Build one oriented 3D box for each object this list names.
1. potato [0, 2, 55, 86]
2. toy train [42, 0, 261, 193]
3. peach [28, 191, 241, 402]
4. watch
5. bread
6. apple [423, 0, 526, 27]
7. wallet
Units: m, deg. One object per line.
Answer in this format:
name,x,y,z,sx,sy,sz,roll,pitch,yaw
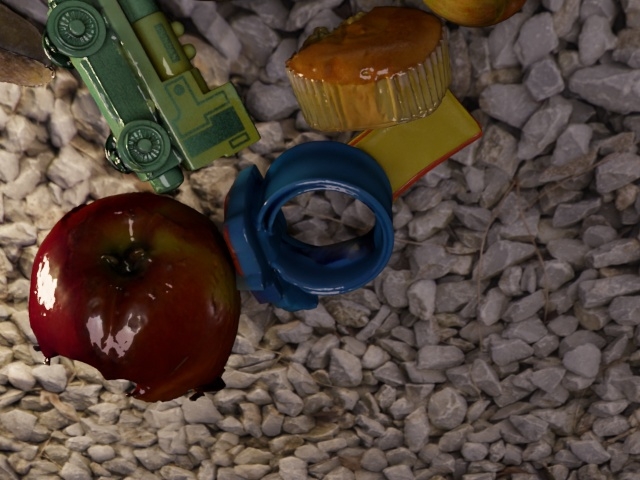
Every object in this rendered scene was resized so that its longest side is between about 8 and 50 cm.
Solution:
potato,-0.562,-0.339,1.149,0.261,0.100,0.120,17,159,-22
toy train,-0.280,-0.267,1.116,0.237,0.150,0.368,-31,104,-12
peach,-0.292,0.108,1.202,0.339,0.353,0.416,25,149,12
watch,0.000,0.000,1.197,0.275,0.241,0.305,-16,126,14
bread,0.074,-0.268,1.075,0.250,0.179,0.133,2,140,25
apple,0.217,-0.406,0.994,0.196,0.196,0.196,1,119,3
wallet,0.148,-0.167,1.206,0.241,0.067,0.141,-36,116,25
